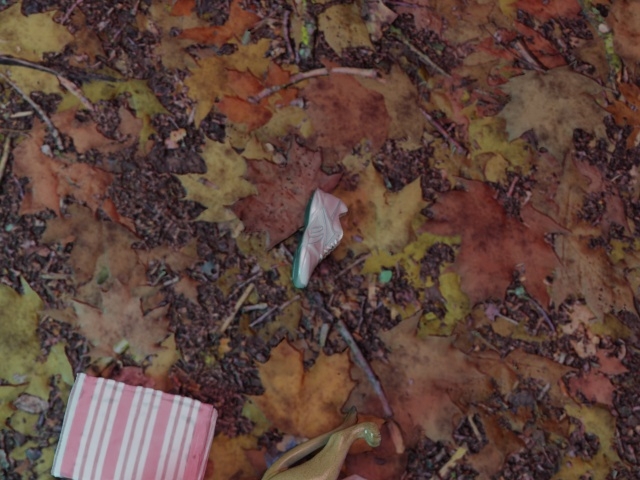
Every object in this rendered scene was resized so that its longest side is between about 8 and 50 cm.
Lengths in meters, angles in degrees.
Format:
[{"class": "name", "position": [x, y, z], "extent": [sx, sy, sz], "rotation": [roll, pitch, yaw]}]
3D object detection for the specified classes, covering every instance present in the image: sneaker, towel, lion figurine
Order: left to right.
[{"class": "towel", "position": [-0.244, 0.264, 1.978], "extent": [0.197, 0.029, 0.144], "rotation": [15, 68, -5]}, {"class": "lion figurine", "position": [-0.004, 0.412, 1.938], "extent": [0.240, 0.142, 0.392], "rotation": [-12, 59, -9]}, {"class": "sneaker", "position": [0.000, 0.000, 2.115], "extent": [0.061, 0.053, 0.152], "rotation": [20, 67, -9]}]
